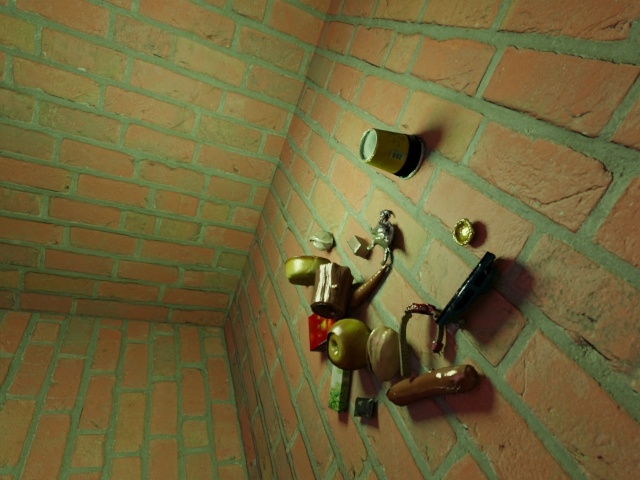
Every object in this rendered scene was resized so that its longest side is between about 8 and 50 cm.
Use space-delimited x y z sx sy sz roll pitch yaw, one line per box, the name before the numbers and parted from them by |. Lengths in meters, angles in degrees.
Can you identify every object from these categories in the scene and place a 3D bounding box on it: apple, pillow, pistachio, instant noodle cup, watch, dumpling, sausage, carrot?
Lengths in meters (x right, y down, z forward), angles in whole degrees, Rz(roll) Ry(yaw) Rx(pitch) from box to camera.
apple | 0.129 0.472 1.864 0.236 0.207 0.237 -171 90 -66
pillow | 0.192 0.738 1.814 0.150 0.048 0.091 148 125 -60
pistachio | 0.260 0.457 1.668 0.157 0.157 0.230 -156 66 -64
instant noodle cup | 0.305 -0.394 1.813 0.215 0.235 0.216 -28 58 58
watch | 0.372 0.364 1.513 0.164 0.102 0.269 -15 65 39
dumpling | 0.000 0.000 2.409 0.199 0.136 0.119 -174 87 -75
sausage | 0.385 0.517 1.455 0.094 0.094 0.419 -43 0 -39
carrot | 0.225 0.222 1.944 0.336 0.069 0.069 -53 36 34

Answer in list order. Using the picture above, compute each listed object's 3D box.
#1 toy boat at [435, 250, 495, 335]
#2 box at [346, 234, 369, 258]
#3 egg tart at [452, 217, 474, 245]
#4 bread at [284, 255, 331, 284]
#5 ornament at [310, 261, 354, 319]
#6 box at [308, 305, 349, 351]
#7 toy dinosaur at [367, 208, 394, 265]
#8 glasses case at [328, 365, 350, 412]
toy boat | 0.501 0.176 1.355 0.092 0.134 0.299 39 119 20
box | 0.192 0.028 2.054 0.062 0.089 0.122 -56 33 19
egg tart | 0.514 -0.028 1.458 0.105 0.039 0.105 -35 49 55
bread | -0.072 0.168 2.349 0.270 0.269 0.148 -37 49 55
ornament | 0.056 0.260 2.027 0.235 0.221 0.218 -19 44 39
box | 0.039 0.457 2.197 0.313 0.089 0.198 -46 40 48
toy dinosaur | 0.283 -0.021 1.890 0.162 0.077 0.294 -57 33 38
glasses case | 0.100 0.690 2.008 0.095 0.062 0.273 -2 79 58
